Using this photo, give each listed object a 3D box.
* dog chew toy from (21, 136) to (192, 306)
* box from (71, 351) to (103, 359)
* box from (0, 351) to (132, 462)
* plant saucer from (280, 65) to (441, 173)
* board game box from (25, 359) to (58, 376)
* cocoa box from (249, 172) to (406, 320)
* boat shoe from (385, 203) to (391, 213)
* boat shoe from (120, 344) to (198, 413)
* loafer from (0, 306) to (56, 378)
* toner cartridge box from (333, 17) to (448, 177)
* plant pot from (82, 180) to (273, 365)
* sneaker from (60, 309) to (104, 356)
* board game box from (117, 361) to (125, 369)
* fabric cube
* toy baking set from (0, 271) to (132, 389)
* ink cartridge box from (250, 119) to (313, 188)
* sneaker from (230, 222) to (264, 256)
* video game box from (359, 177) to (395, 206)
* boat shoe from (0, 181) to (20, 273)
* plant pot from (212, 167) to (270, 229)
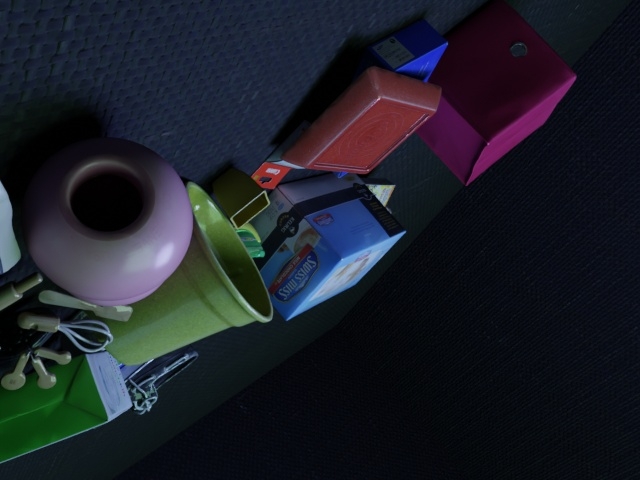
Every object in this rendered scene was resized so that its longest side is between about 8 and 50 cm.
[{"bbox_3d":[-0.285,-0.003,0.968,0.206,0.207,0.332,-36,175,-22],"label":"dog chew toy"},{"bbox_3d":[-0.538,0.302,1.459,0.207,0.036,0.114,-40,167,-7],"label":"box"},{"bbox_3d":[-0.492,0.300,1.257,0.261,0.127,0.231,-20,176,-6],"label":"box"},{"bbox_3d":[0.091,-0.211,1.367,0.258,0.048,0.259,-41,158,31],"label":"plant saucer"},{"bbox_3d":[-0.607,0.338,1.524,0.145,0.027,0.281,-33,165,-28],"label":"board game box"},{"bbox_3d":[0.000,0.000,1.709,0.231,0.228,0.347,-48,166,30],"label":"cocoa box"},{"bbox_3d":[0.071,-0.038,2.090,0.324,0.097,0.117,-35,167,-26],"label":"boat shoe"},{"bbox_3d":[-0.415,0.340,1.635,0.306,0.105,0.113,-40,168,-29],"label":"boat shoe"},{"bbox_3d":[-0.524,0.182,1.150,0.223,0.076,0.078,-35,172,-8],"label":"loafer"},{"bbox_3d":[0.120,-0.282,1.462,0.165,0.075,0.348,-32,164,-29],"label":"toner cartridge box"},{"bbox_3d":[-0.260,0.079,1.228,0.253,0.276,0.276,-30,168,5],"label":"plant pot"},{"bbox_3d":[-0.380,0.148,1.403,0.256,0.094,0.151,-37,170,-12],"label":"sneaker"},{"bbox_3d":[-0.469,0.299,1.691,0.317,0.046,0.213,-38,168,-36],"label":"board game box"},{"bbox_3d":[0.365,-0.331,1.617,0.258,0.254,0.259,-37,168,-10],"label":"fabric cube"},{"bbox_3d":[-0.430,0.134,1.087,0.256,0.030,0.197,-34,130,2],"label":"toy baking set"},{"bbox_3d":[-0.054,-0.159,1.440,0.179,0.045,0.145,-47,166,15],"label":"ink cartridge box"},{"bbox_3d":[-0.242,0.084,1.523,0.295,0.123,0.109,-43,168,11],"label":"sneaker"},{"bbox_3d":[0.097,-0.075,1.954,0.187,0.048,0.205,-6,127,-51],"label":"video game box"},{"bbox_3d":[-0.404,-0.011,0.704,0.158,0.127,0.340,-43,170,-26],"label":"boat shoe"},{"bbox_3d":[-0.153,-0.084,1.306,0.081,0.083,0.081,-40,168,-7],"label":"plant pot"}]
